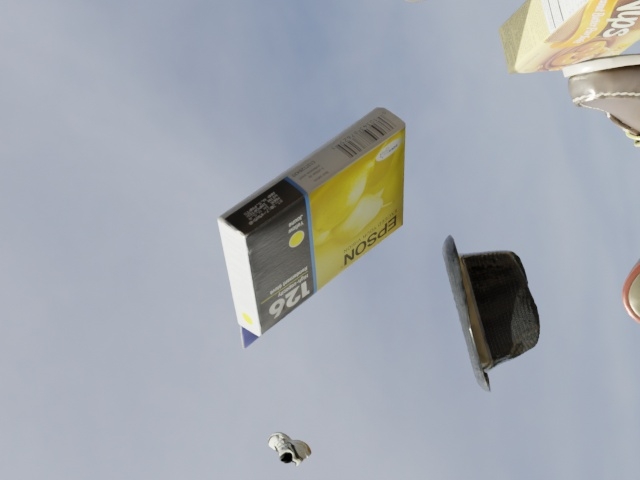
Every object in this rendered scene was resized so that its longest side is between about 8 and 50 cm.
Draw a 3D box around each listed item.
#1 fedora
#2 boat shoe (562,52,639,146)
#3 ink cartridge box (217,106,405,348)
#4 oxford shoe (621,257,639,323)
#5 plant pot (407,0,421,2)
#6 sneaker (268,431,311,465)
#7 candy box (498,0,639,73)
[{"bbox_3d":[0.352,0.134,2.101,0.334,0.153,0.334,-15,-90,-82],"label":"fedora"},{"bbox_3d":[0.397,-0.155,1.195,0.324,0.117,0.096,-2,-87,-39],"label":"boat shoe"},{"bbox_3d":[0.000,0.000,1.537,0.304,0.072,0.307,-38,-35,-24],"label":"ink cartridge box"},{"bbox_3d":[0.540,-0.028,1.385,0.123,0.348,0.130,51,-162,1],"label":"oxford shoe"},{"bbox_3d":[0.265,-0.578,1.763,0.323,0.280,0.323,1,-91,-60],"label":"plant pot"},{"bbox_3d":[-0.053,0.305,1.530,0.037,0.083,0.032,-43,-60,-32],"label":"sneaker"},{"bbox_3d":[0.418,-0.350,1.569,0.183,0.316,0.087,-8,-101,-17],"label":"candy box"}]
